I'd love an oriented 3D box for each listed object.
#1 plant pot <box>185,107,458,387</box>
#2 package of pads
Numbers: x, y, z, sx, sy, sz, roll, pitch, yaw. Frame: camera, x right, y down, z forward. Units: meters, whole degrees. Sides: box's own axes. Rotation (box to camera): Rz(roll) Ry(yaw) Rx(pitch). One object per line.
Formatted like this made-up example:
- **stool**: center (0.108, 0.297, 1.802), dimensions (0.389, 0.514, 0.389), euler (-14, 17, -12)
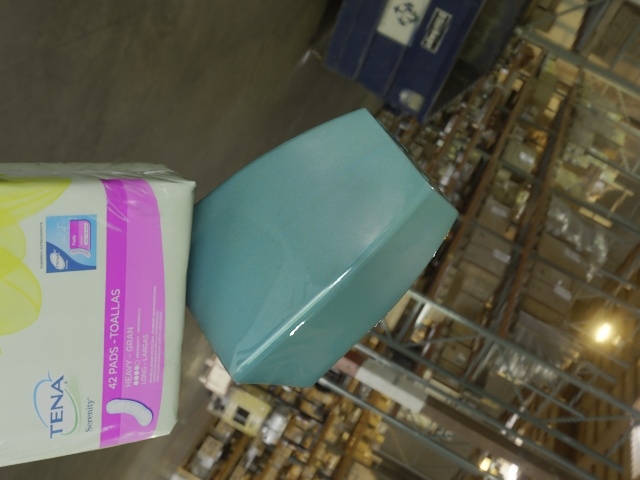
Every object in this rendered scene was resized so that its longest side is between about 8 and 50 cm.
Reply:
- **plant pot**: center (0.000, 0.000, 0.749), dimensions (0.234, 0.165, 0.165), euler (-41, 155, 10)
- **package of pads**: center (-0.250, 0.059, 0.595), dimensions (0.101, 0.297, 0.229), euler (29, -63, 54)
